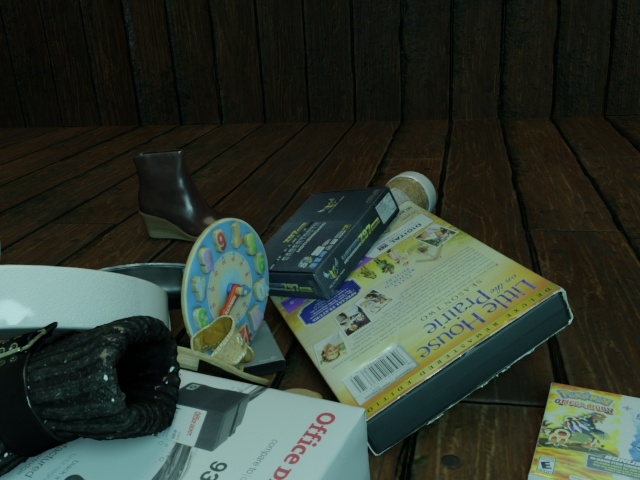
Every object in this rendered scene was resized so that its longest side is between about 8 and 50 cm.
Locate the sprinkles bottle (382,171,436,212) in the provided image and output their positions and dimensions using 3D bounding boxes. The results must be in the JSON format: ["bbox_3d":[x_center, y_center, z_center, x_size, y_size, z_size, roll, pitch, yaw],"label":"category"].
[{"bbox_3d":[0.133,-0.048,1.410,0.121,0.121,0.355,8,24,29],"label":"sprinkles bottle"}]

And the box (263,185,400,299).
[{"bbox_3d":[0.000,0.000,1.108,0.183,0.059,0.233,-1,37,46],"label":"box"}]

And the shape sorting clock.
[{"bbox_3d":[-0.130,0.070,0.949,0.040,0.206,0.206,6,23,26],"label":"shape sorting clock"}]

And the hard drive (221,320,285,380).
[{"bbox_3d":[-0.115,0.169,1.013,0.094,0.022,0.135,-9,22,-15],"label":"hard drive"}]

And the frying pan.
[{"bbox_3d":[-0.284,0.087,1.015,0.197,0.053,0.326,5,-19,-33],"label":"frying pan"}]

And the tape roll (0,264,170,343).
[{"bbox_3d":[-0.389,0.112,0.841,0.392,0.072,0.392,-6,-16,-2],"label":"tape roll"}]

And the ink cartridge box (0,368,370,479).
[{"bbox_3d":[-0.129,0.247,0.653,0.307,0.129,0.223,6,22,25],"label":"ink cartridge box"}]

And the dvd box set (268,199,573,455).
[{"bbox_3d":[0.111,0.092,0.970,0.307,0.062,0.420,-33,26,-8],"label":"dvd box set"}]

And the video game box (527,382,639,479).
[{"bbox_3d":[0.346,0.239,0.721,0.205,0.048,0.187,6,20,24],"label":"video game box"}]

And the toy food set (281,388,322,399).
[{"bbox_3d":[-0.035,0.222,0.863,0.082,0.020,0.083,-6,21,-7],"label":"toy food set"}]

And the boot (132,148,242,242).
[{"bbox_3d":[-0.305,-0.105,1.508,0.248,0.207,0.090,-1,21,8],"label":"boot"}]

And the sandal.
[{"bbox_3d":[-0.134,0.133,0.849,0.088,0.079,0.240,4,-16,33],"label":"sandal"}]

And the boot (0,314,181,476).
[{"bbox_3d":[-0.281,0.162,0.539,0.260,0.131,0.348,-4,19,8],"label":"boot"}]
